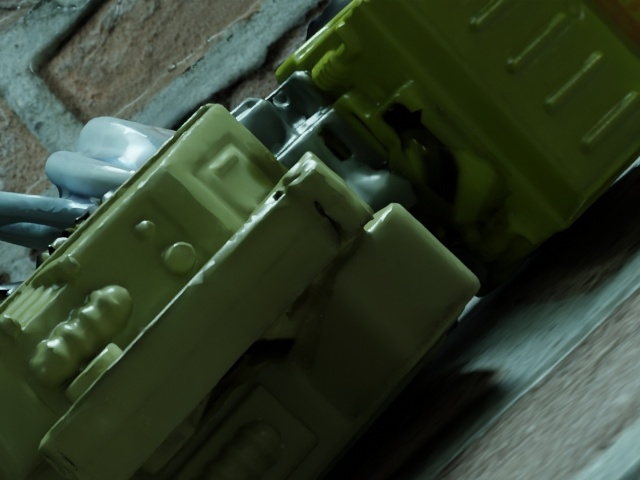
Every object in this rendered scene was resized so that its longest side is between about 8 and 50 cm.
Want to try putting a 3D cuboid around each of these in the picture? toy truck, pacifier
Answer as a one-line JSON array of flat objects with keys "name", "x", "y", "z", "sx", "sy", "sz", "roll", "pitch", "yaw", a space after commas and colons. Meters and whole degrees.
[{"name": "toy truck", "x": 0.000, "y": 0.000, "z": 0.905, "sx": 0.405, "sy": 0.180, "sz": 0.254, "roll": -43, "pitch": 4, "yaw": -21}, {"name": "pacifier", "x": -0.079, "y": 0.050, "z": 1.133, "sx": 0.238, "sy": 0.287, "sz": 0.225, "roll": 1, "pitch": 82, "yaw": 64}]
